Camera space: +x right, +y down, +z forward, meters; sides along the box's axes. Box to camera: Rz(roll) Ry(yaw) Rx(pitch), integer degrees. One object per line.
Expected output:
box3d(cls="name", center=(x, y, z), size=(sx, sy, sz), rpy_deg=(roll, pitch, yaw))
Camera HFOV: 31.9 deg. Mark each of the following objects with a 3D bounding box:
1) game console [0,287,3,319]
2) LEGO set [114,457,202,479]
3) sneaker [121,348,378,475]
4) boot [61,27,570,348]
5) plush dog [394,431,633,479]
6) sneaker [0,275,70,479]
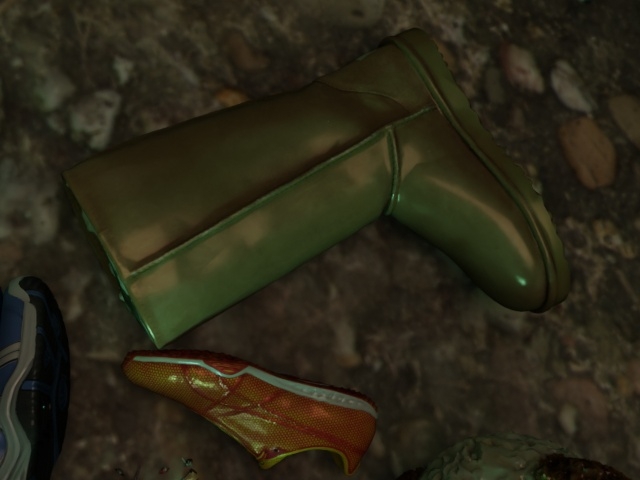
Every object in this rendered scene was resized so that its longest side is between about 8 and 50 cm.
box3d(cls="game console", center=(-0.307, 0.171, 0.605), size=(0.293, 0.173, 0.250), rpy_deg=(-9, 98, -3))
box3d(cls="LEGO set", center=(-0.115, 0.167, 0.722), size=(0.083, 0.023, 0.054), rpy_deg=(-37, 91, -17))
box3d(cls="sneaker", center=(-0.047, 0.112, 0.732), size=(0.175, 0.064, 0.067), rpy_deg=(19, 86, -8))
box3d(cls="boot", center=(0.000, 0.000, 0.754), size=(0.269, 0.089, 0.236), rpy_deg=(-28, 75, -18))
box3d(cls="plush dog", center=(0.144, 0.223, 0.700), size=(0.210, 0.262, 0.225), rpy_deg=(-36, 102, -50))
box3d(cls="sneaker", center=(-0.202, 0.121, 0.679), size=(0.081, 0.080, 0.211), rpy_deg=(3, 70, 5))
